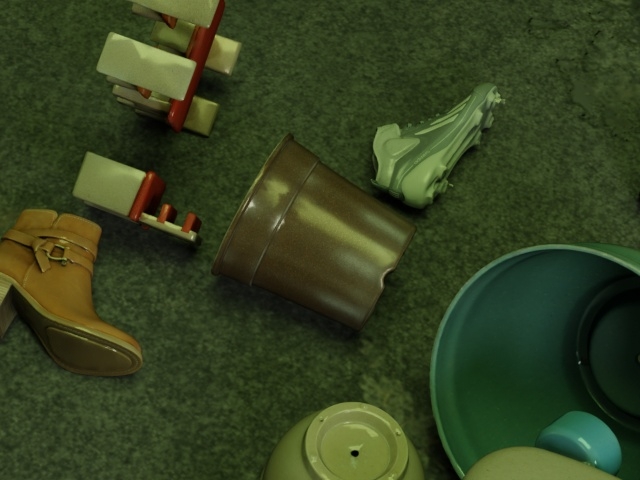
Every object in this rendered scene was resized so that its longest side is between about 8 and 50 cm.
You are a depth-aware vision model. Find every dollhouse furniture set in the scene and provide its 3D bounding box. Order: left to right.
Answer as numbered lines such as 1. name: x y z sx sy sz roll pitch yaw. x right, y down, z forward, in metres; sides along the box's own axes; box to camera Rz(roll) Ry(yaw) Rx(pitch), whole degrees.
1. dollhouse furniture set: -0.149 -0.138 1.658 0.135 0.262 0.259 19 86 3

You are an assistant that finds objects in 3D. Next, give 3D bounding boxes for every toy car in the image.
1. toy car: 0.209 0.313 1.362 0.210 0.238 0.219 25 40 33

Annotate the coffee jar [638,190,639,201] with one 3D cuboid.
1. coffee jar: 0.443 -0.032 1.755 0.184 0.096 0.079 40 54 21

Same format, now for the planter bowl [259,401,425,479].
1. planter bowl: 0.027 0.219 1.485 0.162 0.109 0.162 5 53 -7

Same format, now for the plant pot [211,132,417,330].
1. plant pot: 0.000 0.000 1.623 0.165 0.167 0.167 28 53 3

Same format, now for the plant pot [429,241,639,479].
1. plant pot: 0.280 0.131 1.512 0.293 0.293 0.196 42 31 21

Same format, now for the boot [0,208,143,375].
1. boot: -0.248 0.045 1.596 0.197 0.073 0.152 21 48 3

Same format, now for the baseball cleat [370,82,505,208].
1. baseball cleat: 0.124 -0.123 1.788 0.109 0.072 0.206 24 49 17
